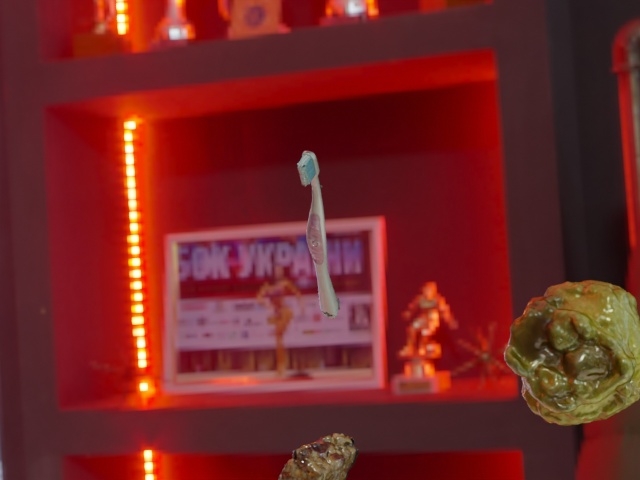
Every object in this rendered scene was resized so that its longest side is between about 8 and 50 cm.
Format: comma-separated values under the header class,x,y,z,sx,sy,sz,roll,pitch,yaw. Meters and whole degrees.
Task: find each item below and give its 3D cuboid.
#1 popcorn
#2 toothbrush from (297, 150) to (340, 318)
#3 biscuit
class,x,y,z,sx,sy,sz,roll,pitch,yaw
popcorn,0.336,0.141,1.618,0.198,0.197,0.155,-4,-19,12
toothbrush,0.000,0.000,1.015,0.017,0.022,0.204,24,-32,24
biscuit,-0.030,0.235,1.011,0.034,0.199,0.064,38,31,22
